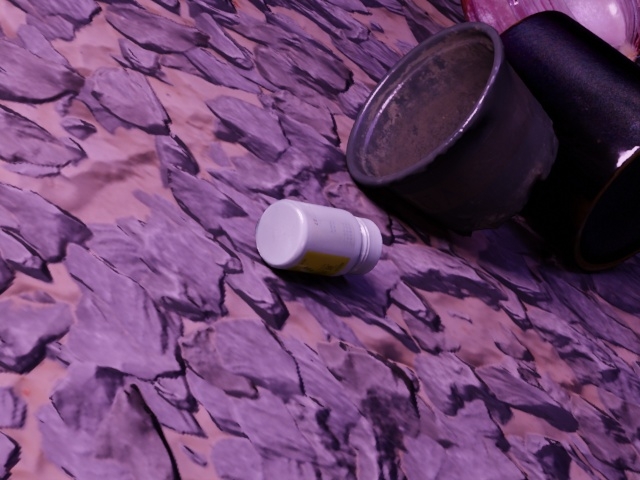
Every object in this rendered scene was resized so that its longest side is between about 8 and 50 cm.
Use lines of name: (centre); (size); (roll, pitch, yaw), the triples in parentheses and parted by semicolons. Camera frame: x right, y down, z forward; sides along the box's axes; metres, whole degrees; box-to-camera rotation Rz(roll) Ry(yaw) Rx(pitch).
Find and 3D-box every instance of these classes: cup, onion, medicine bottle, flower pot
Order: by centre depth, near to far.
medicine bottle: (0.000, 0.000, 1.206); (0.083, 0.047, 0.047); (11, 36, -45)
flower pot: (0.110, -0.078, 1.383); (0.107, 0.157, 0.157); (39, 22, -29)
cup: (0.222, -0.069, 1.559); (0.166, 0.239, 0.177); (-33, 59, -20)
onion: (0.205, -0.271, 1.788); (0.283, 0.120, 0.227); (59, 41, -12)
